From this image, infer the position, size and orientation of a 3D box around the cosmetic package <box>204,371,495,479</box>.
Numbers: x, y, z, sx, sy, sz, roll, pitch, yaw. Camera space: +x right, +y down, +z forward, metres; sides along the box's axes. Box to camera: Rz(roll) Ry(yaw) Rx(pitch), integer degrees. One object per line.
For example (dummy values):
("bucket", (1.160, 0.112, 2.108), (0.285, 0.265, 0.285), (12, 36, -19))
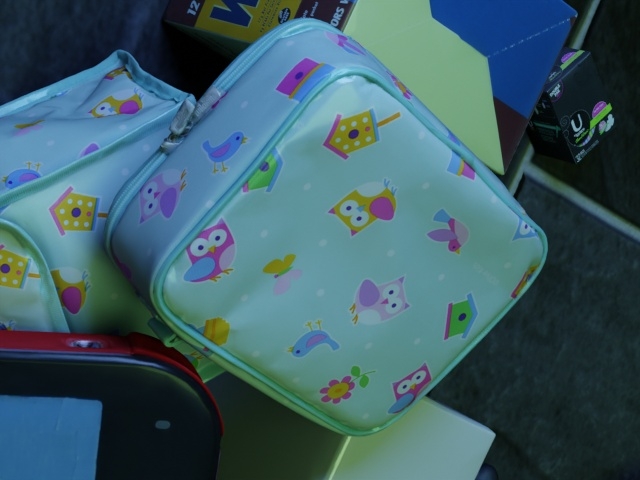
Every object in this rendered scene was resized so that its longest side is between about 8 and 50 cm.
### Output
("cosmetic package", (-0.043, 0.261, 1.340), (0.155, 0.197, 0.366), (27, 85, -40))

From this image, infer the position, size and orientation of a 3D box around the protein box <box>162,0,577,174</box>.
("protein box", (0.036, -0.165, 1.262), (0.199, 0.201, 0.136), (28, 86, -41))

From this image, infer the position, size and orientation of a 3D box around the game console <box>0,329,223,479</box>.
("game console", (-0.268, 0.211, 1.110), (0.386, 0.060, 0.342), (4, 111, -12))

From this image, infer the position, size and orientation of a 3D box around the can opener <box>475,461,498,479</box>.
("can opener", (0.095, 0.268, 1.553), (0.186, 0.073, 0.059), (-51, 167, -11))

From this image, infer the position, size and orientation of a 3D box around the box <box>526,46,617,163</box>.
("box", (0.215, -0.121, 1.518), (0.062, 0.052, 0.083), (-42, 125, -22))

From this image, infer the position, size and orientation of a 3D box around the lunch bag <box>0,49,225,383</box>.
("lunch bag", (-0.190, 0.028, 1.173), (0.262, 0.160, 0.223), (-30, 125, -22))

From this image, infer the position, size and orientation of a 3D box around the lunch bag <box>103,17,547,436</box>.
("lunch bag", (0.000, 0.000, 1.130), (0.224, 0.108, 0.279), (-46, 133, 6))
